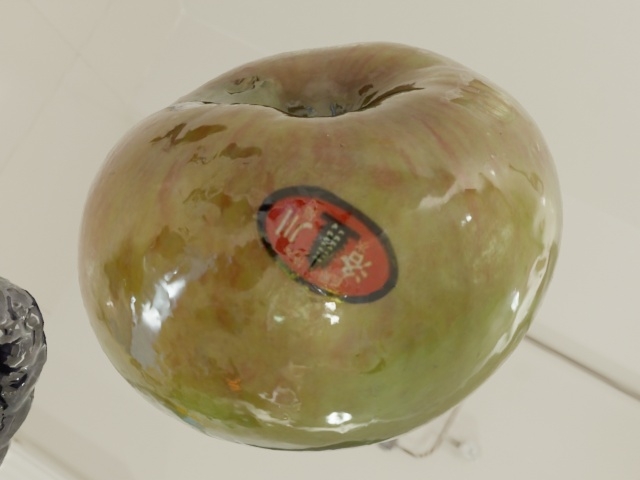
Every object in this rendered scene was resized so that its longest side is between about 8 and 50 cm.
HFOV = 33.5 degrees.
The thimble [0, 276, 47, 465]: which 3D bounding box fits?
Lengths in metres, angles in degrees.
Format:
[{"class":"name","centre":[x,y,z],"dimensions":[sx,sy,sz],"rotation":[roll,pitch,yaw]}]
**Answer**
[{"class":"thimble","centre":[-0.139,0.053,0.341],"dimensions":[0.104,0.066,0.095],"rotation":[-54,165,-23]}]

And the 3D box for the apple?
[{"class":"apple","centre":[0.000,0.000,0.591],"dimensions":[0.261,0.261,0.194],"rotation":[-40,134,-49]}]
